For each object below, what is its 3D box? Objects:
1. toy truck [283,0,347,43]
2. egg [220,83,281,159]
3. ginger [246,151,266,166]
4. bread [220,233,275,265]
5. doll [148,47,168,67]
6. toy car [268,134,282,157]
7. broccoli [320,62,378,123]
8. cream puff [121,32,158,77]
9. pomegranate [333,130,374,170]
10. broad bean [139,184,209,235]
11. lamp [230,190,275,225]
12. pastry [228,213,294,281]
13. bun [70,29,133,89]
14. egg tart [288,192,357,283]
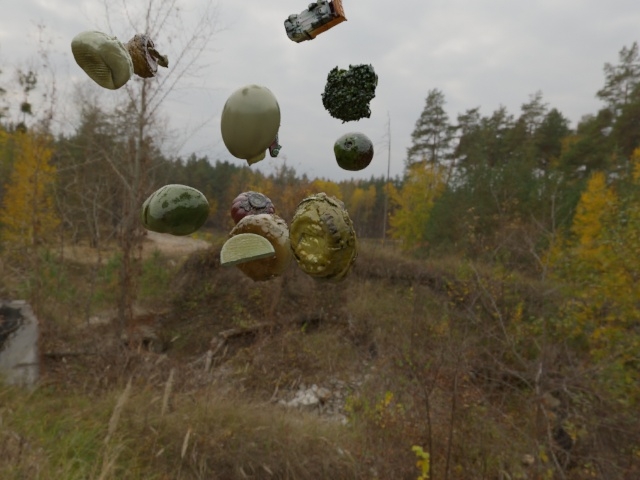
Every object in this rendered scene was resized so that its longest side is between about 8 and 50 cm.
[{"bbox_3d":[-0.026,-1.000,2.033,0.270,0.114,0.135,-15,-2,27],"label":"toy truck"},{"bbox_3d":[-0.223,-0.375,1.425,0.186,0.242,0.186,16,21,-6],"label":"egg"},{"bbox_3d":[-0.285,-0.423,1.837,0.115,0.193,0.123,-21,51,-12],"label":"ginger"},{"bbox_3d":[-0.269,0.027,1.590,0.192,0.112,0.036,-13,-34,-18],"label":"bread"},{"bbox_3d":[-0.634,-0.715,1.756,0.061,0.051,0.093,26,10,24],"label":"doll"},{"bbox_3d":[-0.172,-0.374,1.636,0.055,0.142,0.069,2,29,2],"label":"toy car"},{"bbox_3d":[0.137,-0.623,1.825,0.288,0.248,0.246,-2,42,39],"label":"broccoli"},{"bbox_3d":[-0.809,-0.792,1.928,0.168,0.183,0.183,-5,3,1],"label":"cream puff"},{"bbox_3d":[0.186,-0.448,2.318,0.214,0.214,0.248,4,-8,29],"label":"pomegranate"},{"bbox_3d":[-0.525,-0.108,1.625,0.121,0.189,0.263,-2,7,36],"label":"broad bean"},{"bbox_3d":[-0.341,-0.138,2.261,0.226,0.227,0.227,2,3,0],"label":"lamp"},{"bbox_3d":[-0.230,0.022,1.855,0.315,0.285,0.184,-19,3,40],"label":"pastry"},{"bbox_3d":[-0.826,-0.700,1.722,0.229,0.145,0.229,24,-29,14],"label":"bun"},{"bbox_3d":[-0.007,0.003,1.296,0.278,0.279,0.095,5,19,45],"label":"egg tart"}]
